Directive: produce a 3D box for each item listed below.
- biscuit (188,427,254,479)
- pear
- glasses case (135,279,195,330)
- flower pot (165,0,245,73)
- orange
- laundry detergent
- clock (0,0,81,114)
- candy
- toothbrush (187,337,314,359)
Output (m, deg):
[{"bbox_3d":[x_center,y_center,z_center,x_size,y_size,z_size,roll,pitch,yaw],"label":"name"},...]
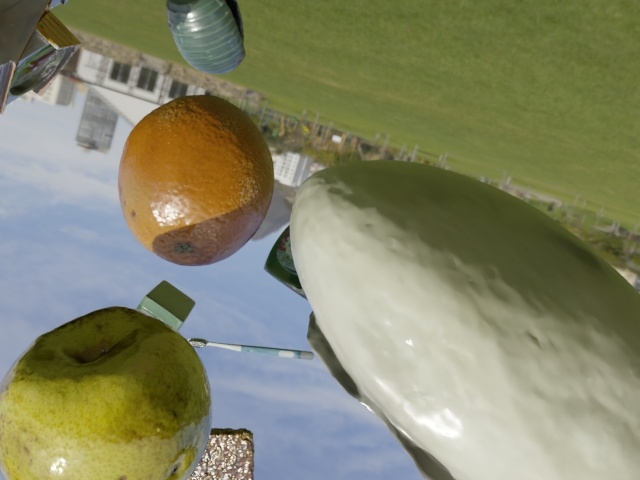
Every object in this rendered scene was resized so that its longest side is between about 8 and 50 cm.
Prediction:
[{"bbox_3d":[-0.176,0.422,1.104,0.131,0.231,0.025,1,-164,1],"label":"biscuit"},{"bbox_3d":[-0.195,0.169,0.606,0.197,0.197,0.197,17,-172,-3],"label":"pear"},{"bbox_3d":[-0.264,0.115,1.116,0.077,0.039,0.184,36,-179,-7],"label":"glasses case"},{"bbox_3d":[-0.264,-0.503,1.517,0.157,0.243,0.189,-10,-132,6],"label":"flower pot"},{"bbox_3d":[-0.149,-0.070,0.783,0.206,0.206,0.206,17,-172,-3],"label":"orange"},{"bbox_3d":[0.000,0.000,1.200,0.137,0.211,0.063,33,173,24],"label":"laundry detergent"},{"bbox_3d":[-0.529,-0.310,1.054,0.166,0.309,0.235,44,144,-10],"label":"clock"},{"bbox_3d":[0.160,0.069,0.578,0.426,0.186,0.386,30,-158,-15],"label":"candy"},{"bbox_3d":[-0.150,0.235,1.401,0.275,0.019,0.025,7,-173,-4],"label":"toothbrush"}]
